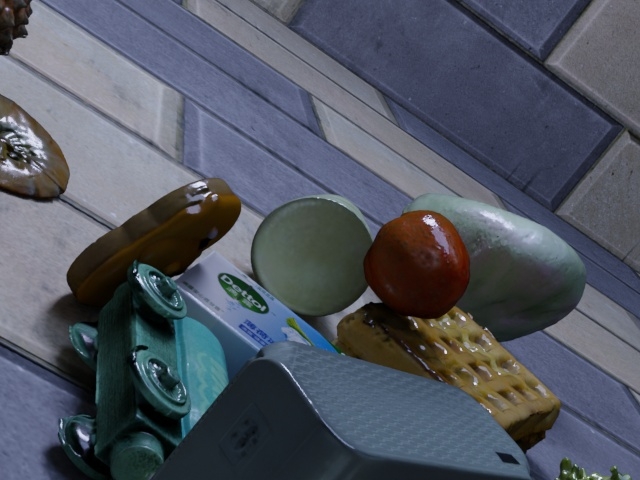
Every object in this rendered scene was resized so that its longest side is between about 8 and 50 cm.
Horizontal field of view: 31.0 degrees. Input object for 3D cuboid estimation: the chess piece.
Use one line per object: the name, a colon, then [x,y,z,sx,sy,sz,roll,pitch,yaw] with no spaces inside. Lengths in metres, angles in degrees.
chess piece: [0.000,0.000,1.438,0.144,0.144,0.251,37,10,-2]

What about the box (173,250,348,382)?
box: [-0.061,0.107,1.079,0.194,0.073,0.139,38,16,1]

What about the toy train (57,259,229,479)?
toy train: [-0.118,0.122,0.888,0.159,0.101,0.248,45,12,-26]

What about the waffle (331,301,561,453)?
waffle: [0.151,0.169,1.341,0.224,0.098,0.327,44,15,20]

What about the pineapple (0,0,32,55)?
pineapple: [-0.398,-0.282,1.314,0.166,0.166,0.193,38,16,2]

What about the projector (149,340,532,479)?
projector: [0.001,0.182,0.763,0.250,0.198,0.108,20,24,-51]

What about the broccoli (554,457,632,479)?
broccoli: [0.285,0.291,0.999,0.247,0.243,0.263,44,13,29]

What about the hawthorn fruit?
hawthorn fruit: [0.107,0.030,1.262,0.128,0.128,0.128,35,16,-11]

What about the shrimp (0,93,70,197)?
shrimp: [-0.349,-0.109,1.143,0.236,0.053,0.133,32,36,-33]

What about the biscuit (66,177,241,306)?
biscuit: [-0.141,0.011,1.031,0.050,0.170,0.170,56,19,9]

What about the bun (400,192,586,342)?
bun: [0.231,0.063,1.663,0.293,0.187,0.293,21,-8,3]
